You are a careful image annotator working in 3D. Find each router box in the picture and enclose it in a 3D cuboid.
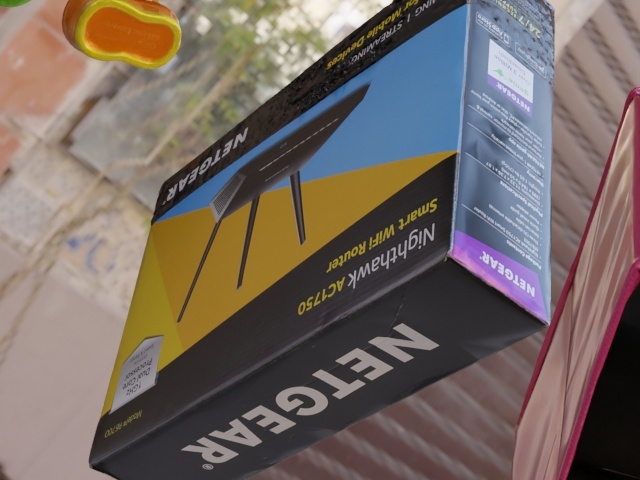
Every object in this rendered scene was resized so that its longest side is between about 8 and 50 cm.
[{"bbox_3d":[0.000,0.000,0.463,0.046,0.179,0.133,32,45,-26],"label":"router box"}]

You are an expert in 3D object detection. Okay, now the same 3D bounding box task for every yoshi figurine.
[{"bbox_3d":[-0.223,-0.317,1.223,0.362,0.203,0.203,-122,-162,-46],"label":"yoshi figurine"}]

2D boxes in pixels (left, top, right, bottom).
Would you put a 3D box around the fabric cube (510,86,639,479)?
[{"bbox_3d":[0.245,0.102,0.719,0.254,0.259,0.258,15,24,4],"label":"fabric cube"}]
